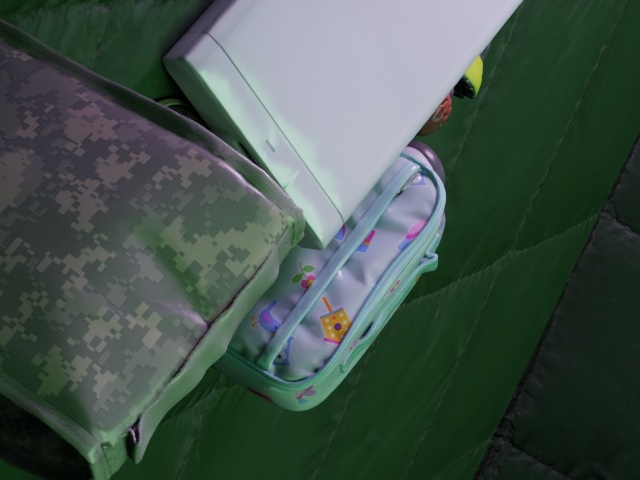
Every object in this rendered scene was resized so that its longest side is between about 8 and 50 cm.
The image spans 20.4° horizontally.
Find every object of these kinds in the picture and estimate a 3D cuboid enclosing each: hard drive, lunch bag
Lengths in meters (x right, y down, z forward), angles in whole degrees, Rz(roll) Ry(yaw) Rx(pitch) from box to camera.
[{"bbox_3d":[0.035,-0.198,1.613,0.353,0.047,0.233,-52,124,-24],"label":"hard drive"},{"bbox_3d":[-0.016,0.008,1.687,0.279,0.224,0.108,-54,161,-15],"label":"lunch bag"},{"bbox_3d":[-0.182,0.016,1.179,0.235,0.287,0.169,-51,159,-28],"label":"lunch bag"}]

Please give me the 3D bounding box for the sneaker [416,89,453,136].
[{"bbox_3d":[0.059,-0.149,1.846,0.135,0.097,0.276,-59,159,-3],"label":"sneaker"}]

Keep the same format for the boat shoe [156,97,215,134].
[{"bbox_3d":[-0.113,-0.091,1.560,0.152,0.049,0.056,-14,131,-64],"label":"boat shoe"}]

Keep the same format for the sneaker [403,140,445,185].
[{"bbox_3d":[0.000,0.001,1.800,0.270,0.090,0.145,-37,171,32],"label":"sneaker"}]

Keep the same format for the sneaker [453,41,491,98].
[{"bbox_3d":[0.132,-0.257,1.895,0.300,0.111,0.121,63,49,-74],"label":"sneaker"}]
